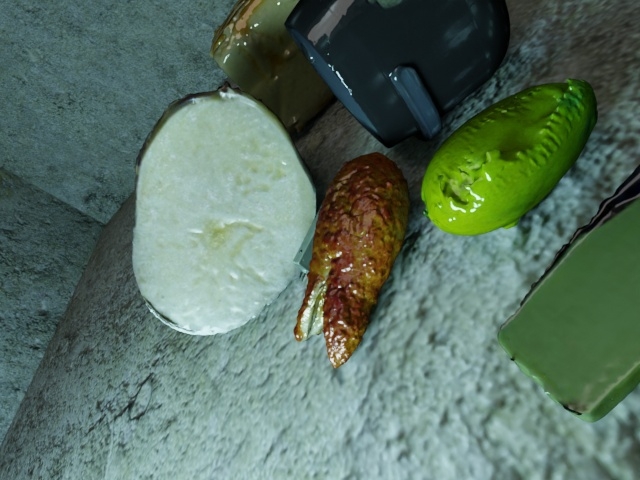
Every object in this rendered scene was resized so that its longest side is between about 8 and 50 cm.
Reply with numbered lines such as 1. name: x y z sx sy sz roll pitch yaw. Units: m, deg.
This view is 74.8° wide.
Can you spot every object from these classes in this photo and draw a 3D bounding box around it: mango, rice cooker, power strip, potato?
1. mango: 0.176 -0.073 0.394 0.178 0.100 0.119 -42 25 11
2. rice cooker: 0.103 -0.273 0.559 0.224 0.267 0.267 -41 32 9
3. power strip: 0.000 0.000 0.613 0.019 0.051 0.136 9 67 49
4. potato: -0.149 -0.063 0.771 0.296 0.289 0.397 -112 18 -86

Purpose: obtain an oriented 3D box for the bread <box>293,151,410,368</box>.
1. bread: 0.033 0.011 0.516 0.139 0.095 0.269 -1 62 62

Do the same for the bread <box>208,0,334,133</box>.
1. bread: -0.059 -0.494 0.979 0.390 0.279 0.371 -44 30 21

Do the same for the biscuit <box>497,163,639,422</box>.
1. biscuit: 0.258 -0.019 0.287 0.322 0.038 0.099 -49 34 6
